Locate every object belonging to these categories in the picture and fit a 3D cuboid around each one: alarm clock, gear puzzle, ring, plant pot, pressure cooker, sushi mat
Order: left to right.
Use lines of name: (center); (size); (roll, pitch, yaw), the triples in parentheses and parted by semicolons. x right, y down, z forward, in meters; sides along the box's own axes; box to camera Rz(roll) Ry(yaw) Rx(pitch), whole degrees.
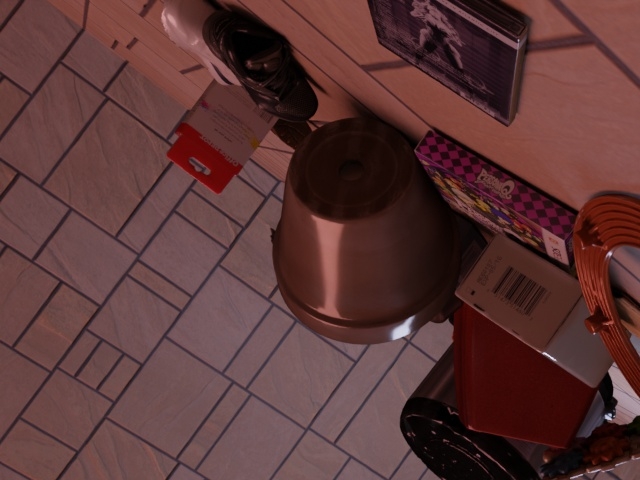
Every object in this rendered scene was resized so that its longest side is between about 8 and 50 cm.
plant pot: (0.061, -0.035, 1.349); (0.323, 0.323, 0.280); (35, 161, 26)
alarm clock: (0.190, 0.097, 1.526); (0.129, 0.064, 0.192); (44, 169, 28)
pressure cooker: (0.429, 0.348, 1.856); (0.376, 0.420, 0.369); (13, 143, 48)
plant pot: (0.368, 0.241, 1.560); (0.267, 0.235, 0.267); (11, 175, 6)
gear puzzle: (0.546, 0.339, 1.493); (0.044, 0.339, 0.175); (66, -159, 1)
sushi mat: (0.538, 0.162, 1.338); (0.317, 0.019, 0.151); (37, 176, -15)
ring: (0.360, 0.107, 0.890); (0.336, 0.032, 0.336); (62, 173, 13)

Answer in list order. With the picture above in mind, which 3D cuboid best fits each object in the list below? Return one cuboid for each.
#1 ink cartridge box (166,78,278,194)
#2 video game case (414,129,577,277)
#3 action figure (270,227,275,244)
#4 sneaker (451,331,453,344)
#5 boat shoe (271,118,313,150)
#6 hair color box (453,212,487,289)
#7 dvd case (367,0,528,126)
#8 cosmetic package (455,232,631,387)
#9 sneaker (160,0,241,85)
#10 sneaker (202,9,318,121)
ink cartridge box: (-0.177, -0.216, 1.591); (0.134, 0.231, 0.078); (38, 177, -20)
video game case: (0.250, -0.044, 1.154); (0.232, 0.041, 0.210); (35, 177, 24)
action figure: (0.000, 0.000, 1.734); (0.164, 0.141, 0.276); (38, -166, 13)
sneaker: (0.402, 0.216, 2.139); (0.121, 0.262, 0.099); (26, 148, -37)
boat shoe: (-0.075, -0.242, 1.728); (0.178, 0.064, 0.060); (42, -176, 12)
hair color box: (0.146, -0.048, 1.686); (0.374, 0.113, 0.185); (35, 178, 32)
dvd case: (0.109, -0.185, 0.762); (0.165, 0.018, 0.221); (37, 178, 14)
cosmetic package: (0.340, 0.112, 1.265); (0.160, 0.113, 0.309); (36, -176, 34)
sneaker: (-0.156, -0.318, 1.332); (0.095, 0.090, 0.235); (19, 172, 33)
sneaker: (-0.073, -0.247, 1.278); (0.227, 0.087, 0.130); (45, 179, -35)
